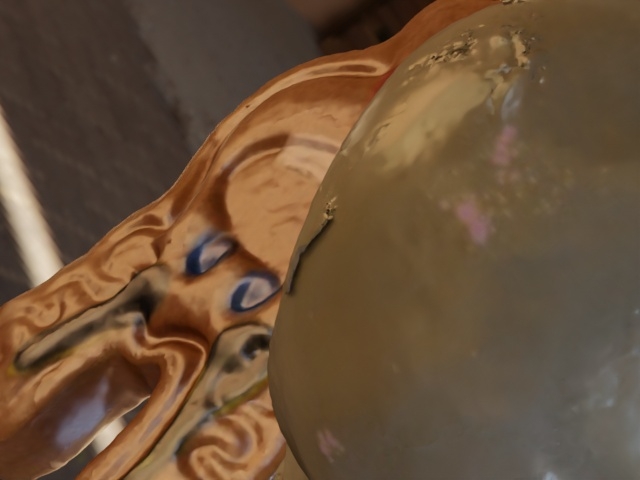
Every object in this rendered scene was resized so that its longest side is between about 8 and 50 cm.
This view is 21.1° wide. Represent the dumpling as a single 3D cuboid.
[{"bbox_3d":[0.060,0.023,0.364,0.136,0.199,0.118,50,35,19],"label":"dumpling"}]

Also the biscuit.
[{"bbox_3d":[0.000,0.000,0.700,0.202,0.334,0.047,41,-13,48],"label":"biscuit"}]
